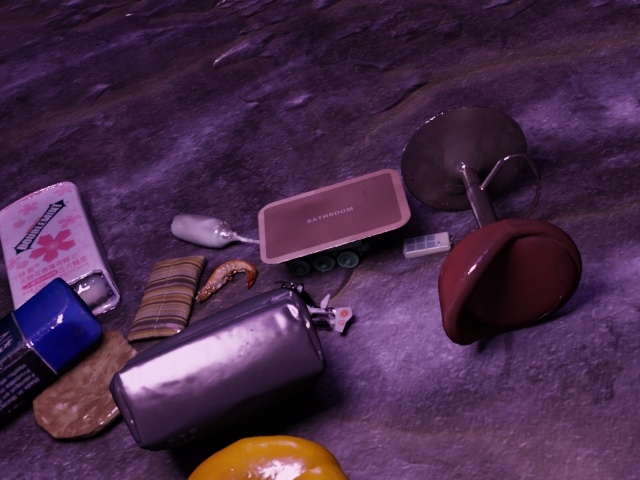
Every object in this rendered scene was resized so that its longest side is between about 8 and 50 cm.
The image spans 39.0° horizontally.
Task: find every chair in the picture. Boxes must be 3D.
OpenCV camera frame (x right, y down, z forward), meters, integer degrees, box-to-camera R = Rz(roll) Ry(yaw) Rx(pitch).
[{"bbox_3d":[0.265,-0.016,1.428,0.226,0.227,0.401,-15,39,7],"label":"chair"}]

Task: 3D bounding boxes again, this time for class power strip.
[{"bbox_3d":[0.188,0.008,1.593,0.090,0.016,0.040,-11,39,12],"label":"power strip"}]

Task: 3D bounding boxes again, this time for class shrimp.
[{"bbox_3d":[-0.174,0.078,1.662,0.091,0.025,0.127,25,53,40],"label":"shrimp"}]

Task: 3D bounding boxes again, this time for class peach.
[{"bbox_3d":[-0.070,0.367,1.177,0.251,0.153,0.251,-13,46,13],"label":"peach"}]

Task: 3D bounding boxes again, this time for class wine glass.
[{"bbox_3d":[-0.186,-0.012,1.743,0.262,0.074,0.074,11,47,35],"label":"wine glass"}]

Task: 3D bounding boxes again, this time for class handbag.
[{"bbox_3d":[-0.145,0.212,1.361,0.301,0.275,0.178,-24,80,-9],"label":"handbag"}]

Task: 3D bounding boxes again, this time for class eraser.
[{"bbox_3d":[-0.539,0.215,1.557,0.332,0.101,0.155,-41,34,-10],"label":"eraser"}]

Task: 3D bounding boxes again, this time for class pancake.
[{"bbox_3d":[-0.394,0.245,1.548,0.236,0.042,0.222,7,50,35],"label":"pancake"}]

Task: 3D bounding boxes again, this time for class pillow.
[{"bbox_3d":[-0.282,0.104,1.669,0.113,0.038,0.203,-8,40,14],"label":"pillow"}]

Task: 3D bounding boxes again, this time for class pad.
[{"bbox_3d":[0.018,-0.044,1.568,0.266,0.002,0.176,-16,38,6],"label":"pad"}]

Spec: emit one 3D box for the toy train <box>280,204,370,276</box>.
[{"bbox_3d":[0.000,0.000,1.611,0.170,0.111,0.071,-9,38,11],"label":"toy train"}]

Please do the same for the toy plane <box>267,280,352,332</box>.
[{"bbox_3d":[-0.032,0.116,1.539,0.197,0.053,0.078,4,52,29],"label":"toy plane"}]

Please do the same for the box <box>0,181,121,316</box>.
[{"bbox_3d":[-0.530,0.033,1.805,0.190,0.112,0.370,-28,38,-8],"label":"box"}]

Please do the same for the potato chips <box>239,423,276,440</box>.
[{"bbox_3d":[-0.150,0.259,1.438,0.142,0.026,0.209,-26,38,-4],"label":"potato chips"}]
